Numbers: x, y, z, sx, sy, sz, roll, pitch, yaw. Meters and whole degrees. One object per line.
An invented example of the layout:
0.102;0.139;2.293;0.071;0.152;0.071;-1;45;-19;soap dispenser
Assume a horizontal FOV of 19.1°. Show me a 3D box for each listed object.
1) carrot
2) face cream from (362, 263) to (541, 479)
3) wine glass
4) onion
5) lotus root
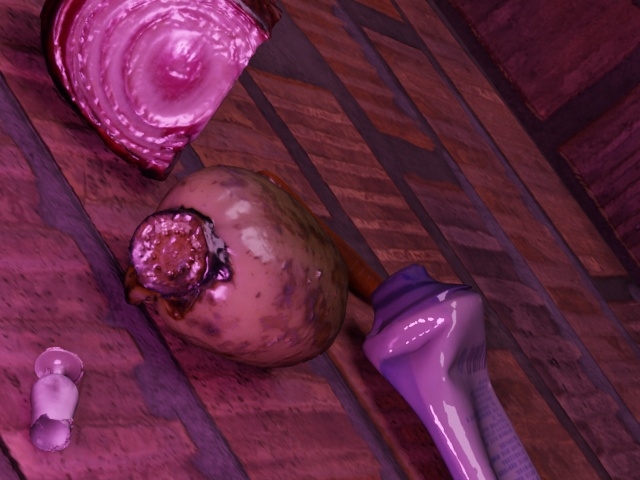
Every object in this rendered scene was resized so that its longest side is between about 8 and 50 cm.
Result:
0.000;0.000;2.108;0.248;0.043;0.043;42;19;-34;carrot
0.180;0.219;2.024;0.420;0.137;0.235;62;17;7;face cream
-0.193;0.119;1.384;0.039;0.042;0.083;7;34;-10;wine glass
-0.162;-0.206;1.842;0.207;0.216;0.206;40;16;-11;onion
-0.060;0.030;1.717;0.173;0.173;0.309;57;11;20;lotus root
